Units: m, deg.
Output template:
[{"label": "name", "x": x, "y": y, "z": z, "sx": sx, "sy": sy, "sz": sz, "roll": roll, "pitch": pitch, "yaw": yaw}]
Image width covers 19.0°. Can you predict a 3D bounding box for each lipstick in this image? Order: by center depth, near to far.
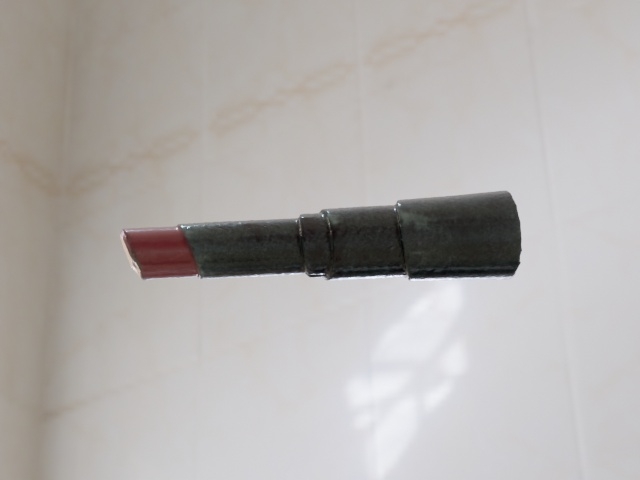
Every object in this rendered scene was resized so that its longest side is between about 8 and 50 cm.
[{"label": "lipstick", "x": 0.000, "y": 0.000, "z": 1.120, "sx": 0.234, "sy": 0.053, "sz": 0.053, "roll": -2, "pitch": -35, "yaw": -15}]
